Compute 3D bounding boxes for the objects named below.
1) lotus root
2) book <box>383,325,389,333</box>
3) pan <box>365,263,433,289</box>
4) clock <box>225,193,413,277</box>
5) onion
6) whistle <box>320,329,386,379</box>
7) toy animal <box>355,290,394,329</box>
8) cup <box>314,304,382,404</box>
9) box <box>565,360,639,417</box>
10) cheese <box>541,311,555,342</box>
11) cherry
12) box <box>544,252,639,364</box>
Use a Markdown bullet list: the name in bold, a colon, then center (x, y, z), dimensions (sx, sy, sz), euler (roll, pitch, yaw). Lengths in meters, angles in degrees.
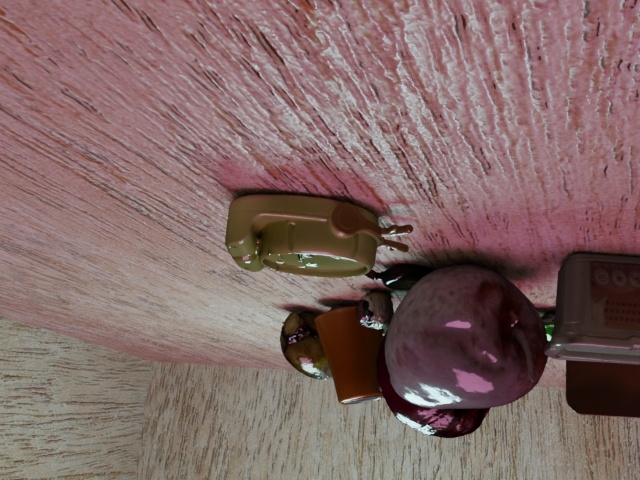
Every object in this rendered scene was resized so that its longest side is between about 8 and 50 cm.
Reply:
- **lotus root**: center (-0.021, 0.317, 2.360), dimensions (0.141, 0.169, 0.314), euler (-18, 136, 29)
- **book**: center (0.138, 0.257, 2.428), dimensions (0.310, 0.021, 0.217), euler (-7, 160, 38)
- **pan**: center (0.138, 0.074, 1.703), dimensions (0.212, 0.040, 0.115), euler (6, 160, -6)
- **clock**: center (0.000, 0.000, 1.364), dimensions (0.307, 0.096, 0.235), euler (3, 164, 4)
- **onion**: center (0.261, 0.288, 1.908), dimensions (0.260, 0.337, 0.282), euler (16, 169, -15)
- **whistle**: center (0.103, 0.331, 2.306), dimensions (0.253, 0.102, 0.106), euler (-27, 172, -31)
- **toy animal**: center (0.135, 0.168, 1.974), dimensions (0.098, 0.098, 0.137), euler (3, -174, 9)
- **cup**: center (0.103, 0.302, 2.173), dimensions (0.182, 0.264, 0.226), euler (-21, 160, 32)
- **box**: center (0.852, 0.357, 2.140), dimensions (0.339, 0.240, 0.229), euler (-3, 165, 29)
- **cheese**: center (0.577, 0.222, 2.020), dimensions (0.320, 0.083, 0.204), euler (5, 167, -8)
- **cherry**: center (0.280, 0.201, 1.621), dimensions (0.334, 0.292, 0.326), euler (-10, 143, 22)
- **box**: center (0.580, 0.129, 1.480), dimensions (0.311, 0.183, 0.175), euler (3, 164, 5)
